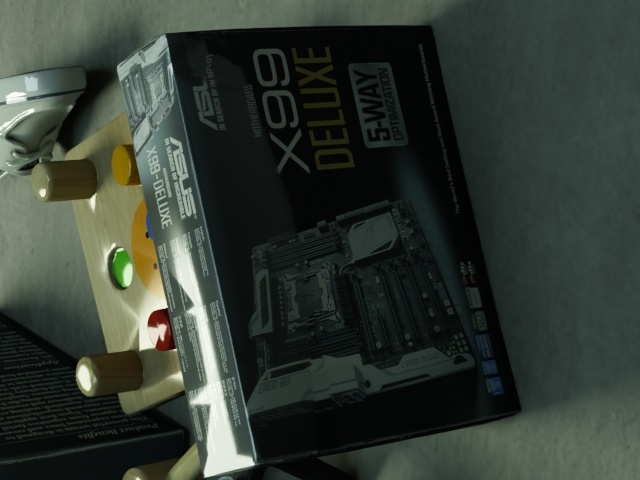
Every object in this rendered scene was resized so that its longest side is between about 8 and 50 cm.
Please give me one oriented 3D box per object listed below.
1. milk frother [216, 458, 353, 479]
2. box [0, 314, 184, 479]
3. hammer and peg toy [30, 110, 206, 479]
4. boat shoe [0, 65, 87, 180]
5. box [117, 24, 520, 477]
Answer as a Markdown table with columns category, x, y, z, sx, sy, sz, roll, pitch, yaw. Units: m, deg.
| category | x | y | z | sx | sy | sz | roll | pitch | yaw |
| --- | --- | --- | --- | --- | --- | --- | --- | --- | --- |
| milk frother | -0.045 | 0.248 | 1.508 | 0.143 | 0.135 | 0.129 | -41 | 32 | 44 |
| box | -0.334 | 0.271 | 1.823 | 0.395 | 0.212 | 0.293 | 25 | 114 | 49 |
| hammer and peg toy | -0.109 | 0.051 | 1.570 | 0.266 | 0.127 | 0.361 | -29 | 73 | 48 |
| boat shoe | -0.303 | -0.108 | 1.826 | 0.267 | 0.096 | 0.088 | -18 | 85 | 53 |
| box | 0.000 | 0.000 | 1.328 | 0.076 | 0.242 | 0.307 | -23 | 76 | 51 |
